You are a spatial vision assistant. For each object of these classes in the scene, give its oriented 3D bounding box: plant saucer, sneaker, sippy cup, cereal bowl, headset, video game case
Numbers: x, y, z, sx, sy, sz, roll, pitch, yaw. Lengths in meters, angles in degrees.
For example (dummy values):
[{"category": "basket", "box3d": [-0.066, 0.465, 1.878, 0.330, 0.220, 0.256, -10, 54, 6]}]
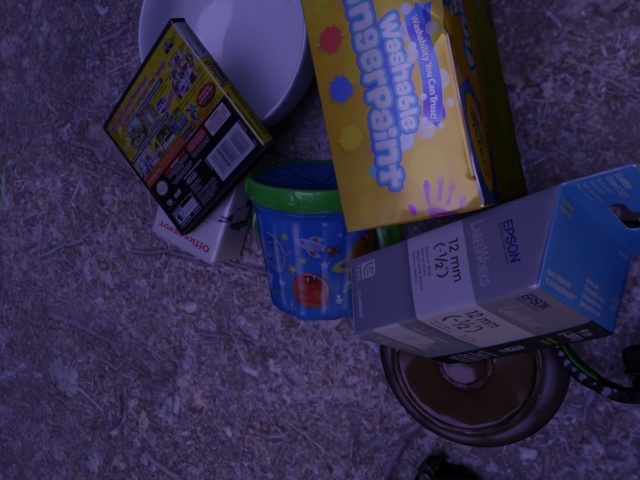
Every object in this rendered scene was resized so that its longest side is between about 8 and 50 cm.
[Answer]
[{"category": "plant saucer", "box3d": [0.235, 0.190, 0.939, 0.310, 0.050, 0.311, 3, 96, 25]}, {"category": "sneaker", "box3d": [0.163, 0.436, 0.983, 0.227, 0.087, 0.130, -25, 83, 23]}, {"category": "sippy cup", "box3d": [0.000, 0.000, 0.944, 0.239, 0.305, 0.224, 0, 109, -2]}, {"category": "cereal bowl", "box3d": [-0.140, -0.344, 1.006, 0.338, 0.141, 0.339, 4, 98, 26]}, {"category": "headset", "box3d": [0.500, 0.120, 0.770, 0.394, 0.185, 0.244, 21, 96, 36]}, {"category": "video game case", "box3d": [-0.230, -0.177, 0.974, 0.275, 0.035, 0.248, -39, 87, 38]}]

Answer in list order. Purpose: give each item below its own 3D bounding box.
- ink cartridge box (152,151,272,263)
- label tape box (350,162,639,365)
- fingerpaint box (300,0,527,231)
[{"category": "ink cartridge box", "box3d": [-0.206, -0.088, 1.094, 0.160, 0.092, 0.220, 27, 107, 21]}, {"category": "label tape box", "box3d": [0.247, 0.057, 0.715, 0.347, 0.249, 0.115, -20, 59, 37]}, {"category": "fingerpaint box", "box3d": [0.127, -0.253, 0.761, 0.163, 0.371, 0.445, -11, 92, 26]}]
